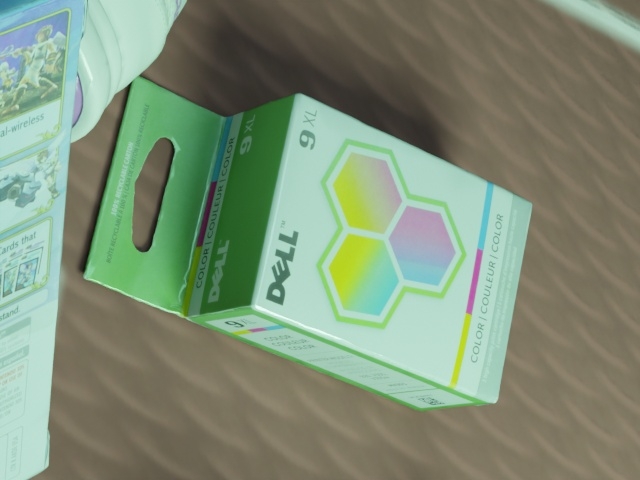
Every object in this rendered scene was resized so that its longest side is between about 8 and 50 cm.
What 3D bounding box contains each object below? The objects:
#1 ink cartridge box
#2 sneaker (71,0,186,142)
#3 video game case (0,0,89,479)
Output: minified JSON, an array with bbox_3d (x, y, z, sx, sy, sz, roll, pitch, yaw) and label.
[{"bbox_3d":[0.000,0.000,0.888,0.209,0.062,0.109,24,68,-31],"label":"ink cartridge box"},{"bbox_3d":[-0.163,-0.193,0.791,0.152,0.114,0.305,-47,114,-48],"label":"sneaker"},{"bbox_3d":[-0.208,0.037,0.630,0.269,0.244,0.061,-27,54,-38],"label":"video game case"}]
